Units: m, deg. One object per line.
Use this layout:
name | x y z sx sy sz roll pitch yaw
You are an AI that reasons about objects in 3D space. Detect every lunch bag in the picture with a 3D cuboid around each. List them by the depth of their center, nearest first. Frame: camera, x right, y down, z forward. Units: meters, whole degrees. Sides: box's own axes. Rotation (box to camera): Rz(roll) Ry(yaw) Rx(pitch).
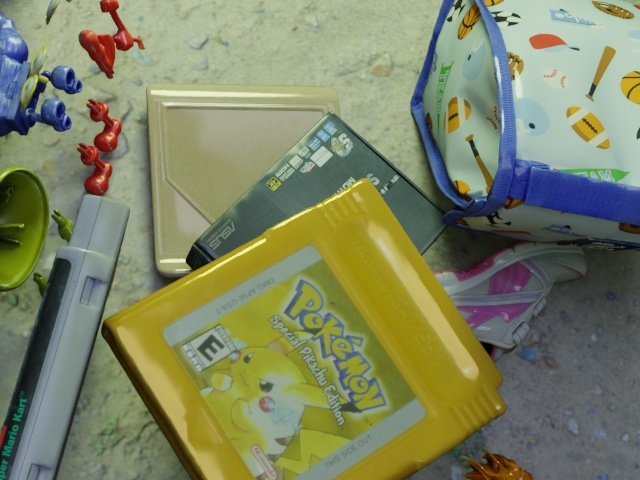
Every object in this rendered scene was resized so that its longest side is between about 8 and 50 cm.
lunch bag | 0.291 -0.112 1.499 0.327 0.239 0.385 8 27 -12

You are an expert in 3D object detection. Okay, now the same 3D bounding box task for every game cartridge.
game cartridge | -0.253 0.154 1.286 0.068 0.230 0.355 14 68 -3
game cartridge | -0.007 0.124 1.379 0.323 0.053 0.285 -30 80 -22

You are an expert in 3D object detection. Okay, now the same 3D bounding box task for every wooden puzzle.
wooden puzzle | -0.080 -0.066 1.555 0.220 0.044 0.239 0 68 -15

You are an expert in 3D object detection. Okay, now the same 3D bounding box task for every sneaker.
sneaker | 0.191 0.075 1.547 0.252 0.103 0.111 -19 83 -19

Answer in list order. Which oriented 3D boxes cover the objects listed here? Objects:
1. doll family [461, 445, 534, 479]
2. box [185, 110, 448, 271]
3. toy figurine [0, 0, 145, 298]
doll family | 0.137 0.293 1.401 0.263 0.163 0.118 -30 79 -23
box | 0.000 0.000 1.490 0.183 0.059 0.233 43 65 4
toy figurine | -0.353 -0.115 1.480 0.217 0.191 0.363 6 72 20
